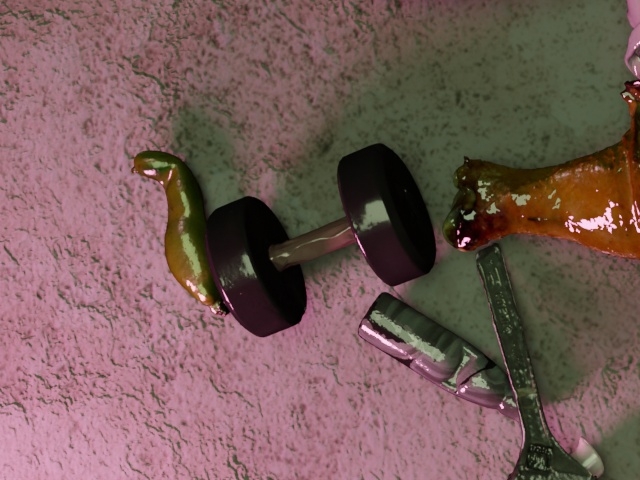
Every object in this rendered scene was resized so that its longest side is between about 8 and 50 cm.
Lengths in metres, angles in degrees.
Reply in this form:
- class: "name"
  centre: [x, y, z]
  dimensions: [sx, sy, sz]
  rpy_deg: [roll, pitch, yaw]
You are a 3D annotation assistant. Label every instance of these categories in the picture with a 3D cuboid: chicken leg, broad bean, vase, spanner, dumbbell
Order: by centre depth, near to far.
- class: "chicken leg"
  centre: [0.310, -0.066, 1.796]
  dimensions: [0.361, 0.140, 0.211]
  rpy_deg: [9, 99, 15]
- class: "spanner"
  centre: [0.217, 0.152, 1.838]
  dimensions: [0.093, 0.026, 0.325]
  rpy_deg: [-12, 69, -3]
- class: "vase"
  centre: [0.142, 0.134, 1.884]
  dimensions: [0.211, 0.060, 0.060]
  rpy_deg: [33, 98, 11]
- class: "dumbbell"
  centre: [0.000, 0.000, 1.888]
  dimensions: [0.218, 0.152, 0.152]
  rpy_deg: [-22, 81, 16]
- class: "broad bean"
  centre: [-0.154, -0.010, 1.993]
  dimensions: [0.070, 0.048, 0.213]
  rpy_deg: [-26, 80, 12]

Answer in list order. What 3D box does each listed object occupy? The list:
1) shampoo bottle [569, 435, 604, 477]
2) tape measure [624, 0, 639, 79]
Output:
- class: "shampoo bottle"
  centre: [0.222, 0.289, 1.845]
  dimensions: [0.192, 0.074, 0.074]
  rpy_deg: [-40, 76, 1]
- class: "tape measure"
  centre: [0.413, -0.262, 1.777]
  dimensions: [0.236, 0.120, 0.197]
  rpy_deg: [-15, 97, 18]
